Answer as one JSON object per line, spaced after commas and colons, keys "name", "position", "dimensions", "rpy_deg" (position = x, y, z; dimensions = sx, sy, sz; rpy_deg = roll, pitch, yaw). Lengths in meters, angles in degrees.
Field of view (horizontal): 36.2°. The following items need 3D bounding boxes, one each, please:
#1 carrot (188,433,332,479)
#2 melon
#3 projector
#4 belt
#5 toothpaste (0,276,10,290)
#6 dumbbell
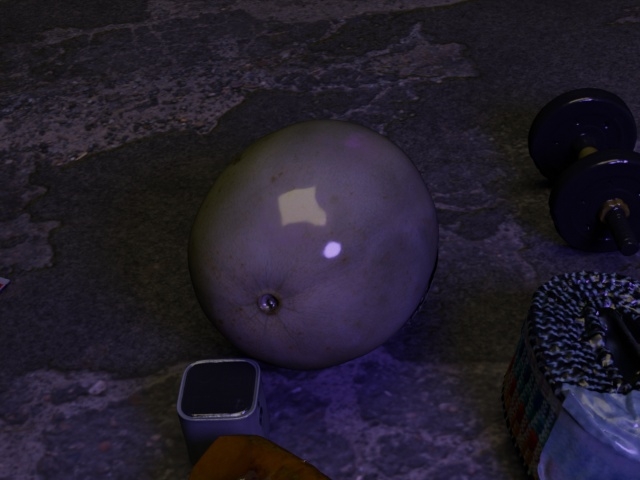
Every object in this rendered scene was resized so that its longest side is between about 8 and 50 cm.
{"name": "carrot", "position": [0.012, 0.277, 0.872], "dimensions": [0.302, 0.114, 0.114], "rpy_deg": [26, 49, 29]}
{"name": "melon", "position": [0.000, 0.000, 1.092], "dimensions": [0.269, 0.268, 0.330], "rpy_deg": [6, 22, 15]}
{"name": "projector", "position": [-0.100, 0.181, 1.024], "dimensions": [0.083, 0.082, 0.083], "rpy_deg": [-3, 40, 5]}
{"name": "belt", "position": [0.294, 0.154, 0.953], "dimensions": [0.207, 0.150, 0.257], "rpy_deg": [-4, 39, -12]}
{"name": "toothpaste", "position": [-0.487, 0.128, 1.178], "dimensions": [0.075, 0.048, 0.301], "rpy_deg": [2, 37, 18]}
{"name": "dumbbell", "position": [0.350, -0.091, 1.248], "dimensions": [0.143, 0.143, 0.325], "rpy_deg": [-5, 39, 2]}
